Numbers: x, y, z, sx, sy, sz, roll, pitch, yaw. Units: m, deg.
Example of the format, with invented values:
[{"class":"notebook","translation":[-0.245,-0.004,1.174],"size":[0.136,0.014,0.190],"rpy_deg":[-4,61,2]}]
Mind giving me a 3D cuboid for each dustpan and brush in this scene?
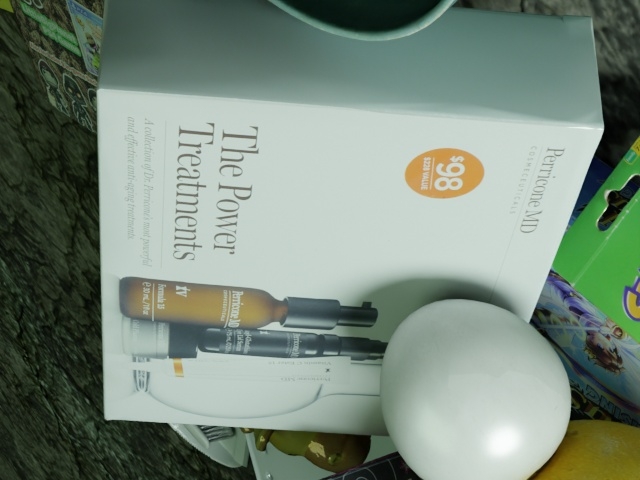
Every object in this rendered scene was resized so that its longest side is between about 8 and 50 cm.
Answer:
[{"class":"dustpan and brush","translation":[-0.181,0.201,1.968],"size":[0.211,0.060,0.147],"rpy_deg":[42,153,19]}]

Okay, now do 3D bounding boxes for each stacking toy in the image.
[{"class":"stacking toy","translation":[0.180,0.243,1.035],"size":[0.480,0.350,0.350],"rpy_deg":[54,155,-16]}]

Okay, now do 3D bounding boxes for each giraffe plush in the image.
[{"class":"giraffe plush","translation":[0.017,0.122,1.342],"size":[0.210,0.170,0.181],"rpy_deg":[42,180,28]}]

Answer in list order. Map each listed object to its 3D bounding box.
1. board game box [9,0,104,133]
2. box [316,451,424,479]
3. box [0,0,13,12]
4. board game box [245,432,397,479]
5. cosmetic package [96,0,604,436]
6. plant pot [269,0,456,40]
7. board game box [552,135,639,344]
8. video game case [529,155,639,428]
[{"class":"board game box","translation":[-0.098,-0.239,1.050],"size":[0.141,0.232,0.291],"rpy_deg":[30,146,39]},{"class":"box","translation":[0.080,0.230,1.227],"size":[0.163,0.247,0.142],"rpy_deg":[-32,76,50]},{"class":"box","translation":[-0.232,-0.239,1.447],"size":[0.232,0.087,0.058],"rpy_deg":[24,143,44]},{"class":"board game box","translation":[0.076,0.285,1.588],"size":[0.390,0.050,0.390],"rpy_deg":[20,132,44]},{"class":"cosmetic package","translation":[0.000,0.000,1.033],"size":[0.377,0.284,0.097],"rpy_deg":[99,172,-55]},{"class":"plant pot","translation":[0.037,-0.278,0.814],"size":[0.293,0.196,0.293],"rpy_deg":[40,153,25]},{"class":"board game box","translation":[0.271,0.047,0.957],"size":[0.259,0.039,0.124],"rpy_deg":[41,110,18]},{"class":"video game case","translation":[0.201,0.057,1.140],"size":[0.269,0.061,0.244],"rpy_deg":[38,152,26]}]
